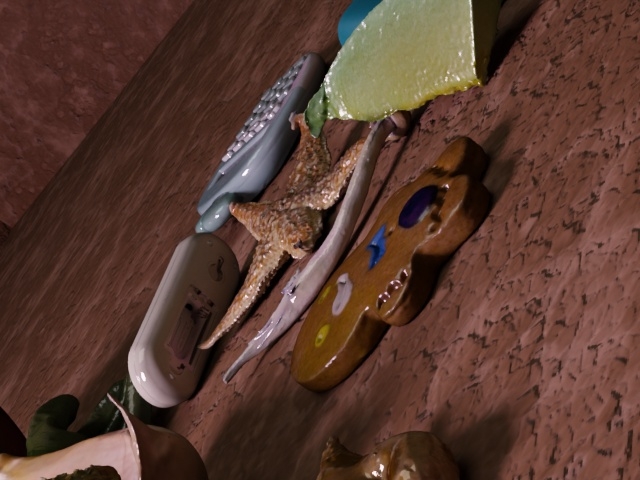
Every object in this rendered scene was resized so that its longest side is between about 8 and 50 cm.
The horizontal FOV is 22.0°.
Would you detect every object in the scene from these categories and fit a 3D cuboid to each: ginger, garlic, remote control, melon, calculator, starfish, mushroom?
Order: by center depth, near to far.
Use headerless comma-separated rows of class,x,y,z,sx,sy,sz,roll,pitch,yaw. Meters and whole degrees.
ginger,0.020,0.194,0.971,0.133,0.059,0.214,-29,30,44
garlic,-0.173,0.217,1.335,0.245,0.164,0.145,-32,10,46
melon,0.076,-0.157,1.472,0.053,0.114,0.262,-12,-13,-43
mushroom,0.003,0.001,1.496,0.306,0.043,0.068,-60,-3,-11
starfish,-0.037,-0.021,1.654,0.295,0.048,0.231,-54,24,14
remote control,-0.135,0.077,1.686,0.042,0.078,0.221,-27,29,38
calculator,-0.073,-0.113,1.982,0.184,0.042,0.295,-37,21,51

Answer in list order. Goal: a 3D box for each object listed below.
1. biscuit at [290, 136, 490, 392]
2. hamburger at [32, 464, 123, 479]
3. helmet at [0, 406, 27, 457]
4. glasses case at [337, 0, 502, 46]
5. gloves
biscuit,0.050,0.023,1.295,0.236,0.039,0.180,-52,16,22
hamburger,-0.169,0.250,1.184,0.122,0.189,0.215,-93,28,-56
helmet,-0.418,0.322,1.760,0.385,0.230,0.337,-59,-1,43
glasses case,0.097,-0.233,1.641,0.117,0.070,0.301,-56,13,-3
gloves,-0.234,0.212,1.635,0.268,0.135,0.107,-57,-17,-57
